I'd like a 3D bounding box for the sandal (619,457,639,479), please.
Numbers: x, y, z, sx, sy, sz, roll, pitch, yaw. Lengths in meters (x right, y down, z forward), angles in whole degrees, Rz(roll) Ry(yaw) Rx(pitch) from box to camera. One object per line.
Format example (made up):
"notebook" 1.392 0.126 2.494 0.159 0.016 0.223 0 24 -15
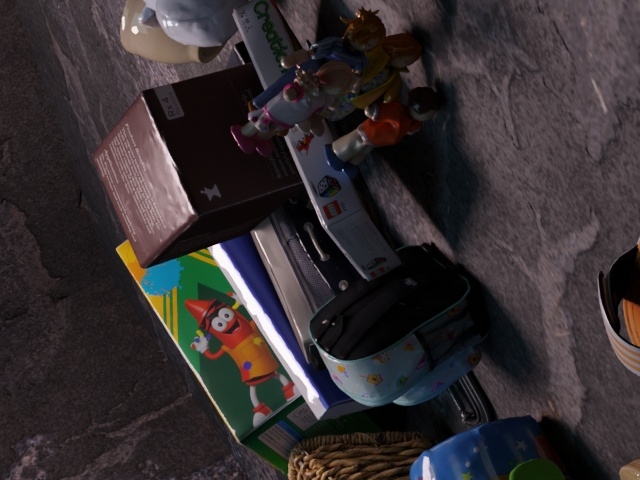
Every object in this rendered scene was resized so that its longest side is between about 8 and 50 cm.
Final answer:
"sandal" 0.340 0.270 1.503 0.088 0.079 0.240 64 165 -8

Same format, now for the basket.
"basket" 0.100 0.394 2.248 0.223 0.213 0.299 45 155 35

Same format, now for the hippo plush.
"hippo plush" -0.212 -0.355 1.946 0.294 0.234 0.236 48 159 41

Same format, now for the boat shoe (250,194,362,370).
"boat shoe" 0.000 0.000 2.045 0.127 0.158 0.340 80 167 -65

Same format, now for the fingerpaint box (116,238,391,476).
"fingerpaint box" -0.079 0.173 2.355 0.371 0.163 0.445 54 -179 29

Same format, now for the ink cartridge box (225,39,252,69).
"ink cartridge box" -0.079 -0.162 2.179 0.165 0.065 0.332 59 166 8

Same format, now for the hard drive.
"hard drive" -0.005 0.093 2.129 0.318 0.210 0.040 55 129 24

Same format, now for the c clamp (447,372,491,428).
"c clamp" 0.174 0.184 2.029 0.160 0.022 0.137 60 160 15

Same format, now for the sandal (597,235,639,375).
"sandal" 0.277 0.047 1.325 0.102 0.076 0.265 53 163 33

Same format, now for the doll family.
"doll family" 0.018 -0.166 1.583 0.263 0.163 0.118 7 -127 -56

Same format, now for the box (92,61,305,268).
"box" -0.150 -0.090 1.898 0.203 0.167 0.168 -36 75 57

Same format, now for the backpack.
"backpack" 0.089 0.113 1.853 0.166 0.188 0.144 40 154 53

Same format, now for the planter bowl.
"planter bowl" -0.184 -0.310 2.133 0.109 0.162 0.162 28 154 15

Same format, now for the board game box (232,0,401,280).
"board game box" -0.003 -0.119 1.813 0.305 0.053 0.193 67 -173 24

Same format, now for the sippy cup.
"sippy cup" 0.215 0.333 1.799 0.305 0.240 0.224 -37 65 36
